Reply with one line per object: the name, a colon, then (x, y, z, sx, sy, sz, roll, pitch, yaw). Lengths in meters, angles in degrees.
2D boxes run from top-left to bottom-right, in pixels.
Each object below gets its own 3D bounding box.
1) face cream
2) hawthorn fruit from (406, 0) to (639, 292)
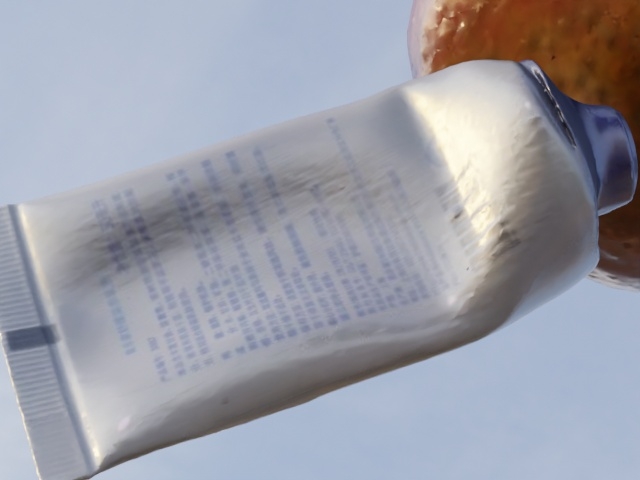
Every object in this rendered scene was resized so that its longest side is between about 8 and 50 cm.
face cream: (0.000, 0.000, 1.180, 0.420, 0.235, 0.137, -17, -40, -8)
hawthorn fruit: (0.239, -0.172, 1.494, 0.402, 0.403, 0.403, 14, -35, 10)
